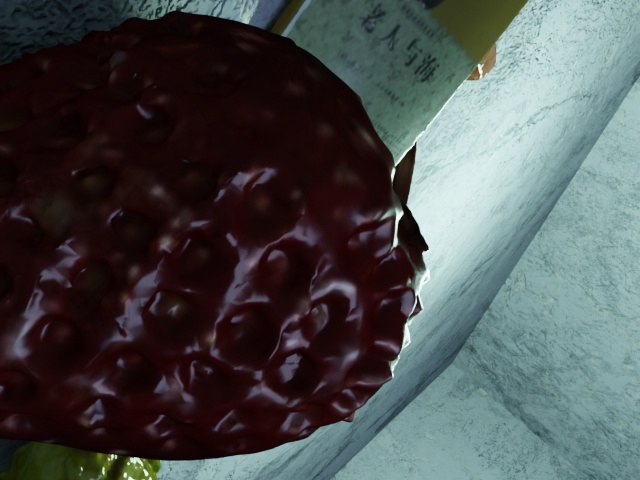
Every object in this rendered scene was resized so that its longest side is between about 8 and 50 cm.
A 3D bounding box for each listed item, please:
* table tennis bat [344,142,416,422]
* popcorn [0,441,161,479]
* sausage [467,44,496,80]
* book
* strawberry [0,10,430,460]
[{"bbox_3d":[0.069,0.045,0.959,0.268,0.051,0.414,106,-1,-80],"label":"table tennis bat"},{"bbox_3d":[-0.274,0.271,0.762,0.197,0.155,0.197,-41,168,-11],"label":"popcorn"},{"bbox_3d":[0.192,-0.255,0.880,0.065,0.065,0.169,-51,158,3],"label":"sausage"},{"bbox_3d":[0.097,-0.241,0.708,0.389,0.032,0.269,-53,142,12],"label":"book"},{"bbox_3d":[-0.123,-0.012,0.436,0.345,0.317,0.295,0,160,-44],"label":"strawberry"}]
